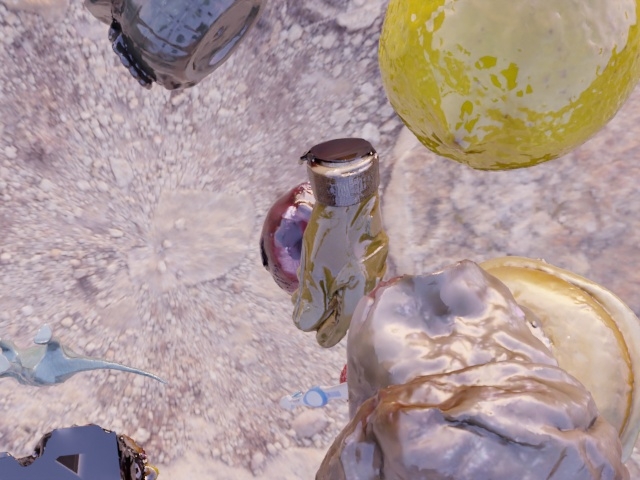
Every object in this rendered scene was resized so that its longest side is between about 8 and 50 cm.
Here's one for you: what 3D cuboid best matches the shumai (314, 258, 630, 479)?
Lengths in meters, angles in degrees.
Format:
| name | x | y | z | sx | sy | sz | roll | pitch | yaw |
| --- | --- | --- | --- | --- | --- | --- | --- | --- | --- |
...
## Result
| name | x | y | z | sx | sy | sz | roll | pitch | yaw |
| --- | --- | --- | --- | --- | --- | --- | --- | --- | --- |
| shumai | 0.104 | 0.123 | 0.540 | 0.218 | 0.184 | 0.185 | 63 | 40 | -31 |

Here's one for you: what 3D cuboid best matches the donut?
| name | x | y | z | sx | sy | sz | roll | pitch | yaw |
| --- | --- | --- | --- | --- | --- | --- | --- | --- | --- |
| donut | 0.337 | 0.234 | 1.508 | 0.198 | 0.449 | 0.448 | 27 | 83 | -53 |

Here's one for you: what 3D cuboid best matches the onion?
| name | x | y | z | sx | sy | sz | roll | pitch | yaw |
| --- | --- | --- | --- | --- | --- | --- | --- | --- | --- |
| onion | 0.000 | 0.000 | 1.785 | 0.219 | 0.252 | 0.252 | 5 | 88 | 30 |

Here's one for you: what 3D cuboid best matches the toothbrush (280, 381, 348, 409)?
| name | x | y | z | sx | sy | sz | roll | pitch | yaw |
| --- | --- | --- | --- | --- | --- | --- | --- | --- | --- |
| toothbrush | -0.003 | 0.261 | 1.479 | 0.040 | 0.386 | 0.040 | 4 | 77 | -17 |

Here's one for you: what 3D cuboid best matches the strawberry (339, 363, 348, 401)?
| name | x | y | z | sx | sy | sz | roll | pitch | yaw |
| --- | --- | --- | --- | --- | --- | --- | --- | --- | --- |
| strawberry | 0.079 | 0.254 | 1.541 | 0.106 | 0.106 | 0.106 | 0 | 89 | -10 |

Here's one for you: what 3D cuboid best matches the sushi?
| name | x | y | z | sx | sy | sz | roll | pitch | yaw |
| --- | --- | --- | --- | --- | --- | --- | --- | --- | --- |
| sushi | -0.292 | 0.304 | 1.121 | 0.172 | 0.150 | 0.153 | -9 | 85 | 15 |

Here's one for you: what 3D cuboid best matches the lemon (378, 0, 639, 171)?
| name | x | y | z | sx | sy | sz | roll | pitch | yaw |
| --- | --- | --- | --- | --- | --- | --- | --- | --- | --- |
| lemon | 0.191 | -0.206 | 0.861 | 0.253 | 0.253 | 0.310 | 40 | 68 | -7 |

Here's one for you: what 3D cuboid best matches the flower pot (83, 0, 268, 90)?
| name | x | y | z | sx | sy | sz | roll | pitch | yaw |
| --- | --- | --- | --- | --- | --- | --- | --- | --- | --- |
| flower pot | -0.242 | -0.405 | 1.515 | 0.213 | 0.302 | 0.302 | 43 | 83 | 3 |

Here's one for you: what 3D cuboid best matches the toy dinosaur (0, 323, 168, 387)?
| name | x | y | z | sx | sy | sz | roll | pitch | yaw |
| --- | --- | --- | --- | --- | --- | --- | --- | --- | --- |
| toy dinosaur | -0.450 | 0.203 | 1.480 | 0.393 | 0.205 | 0.092 | -2 | 68 | -1 |

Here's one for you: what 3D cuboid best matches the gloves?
| name | x | y | z | sx | sy | sz | roll | pitch | yaw |
| --- | --- | --- | --- | --- | --- | --- | --- | --- | --- |
| gloves | 0.031 | 0.017 | 1.301 | 0.141 | 0.154 | 0.331 | 1 | 118 | -4 |
